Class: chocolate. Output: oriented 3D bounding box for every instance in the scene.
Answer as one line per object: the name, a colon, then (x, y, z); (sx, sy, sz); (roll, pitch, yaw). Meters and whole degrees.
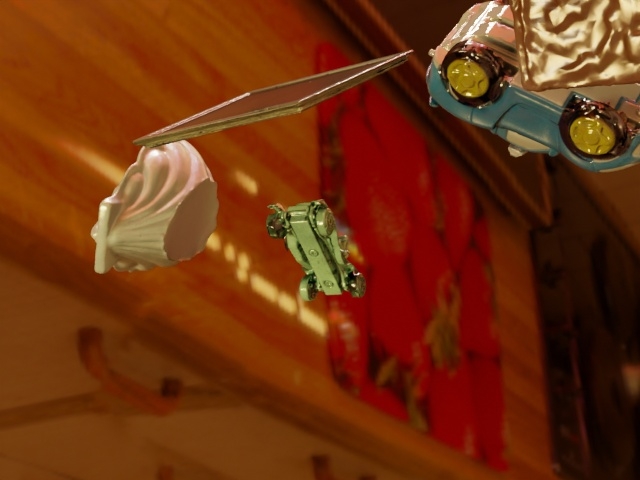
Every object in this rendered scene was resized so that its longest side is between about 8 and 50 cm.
chocolate: (0.206, -0.150, 0.756); (0.321, 0.112, 0.112); (-27, 107, -62)

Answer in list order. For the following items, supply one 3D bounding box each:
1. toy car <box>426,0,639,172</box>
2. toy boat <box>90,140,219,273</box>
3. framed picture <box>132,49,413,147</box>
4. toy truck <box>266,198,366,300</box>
toy car: (0.283, -0.177, 1.493); (0.198, 0.314, 0.166); (-54, 164, -39)
toy boat: (-0.214, -0.039, 1.706); (0.290, 0.100, 0.199); (-41, 140, -60)
framed picture: (-0.059, -0.170, 1.517); (0.232, 0.296, 0.019); (-31, 107, -44)
toy truck: (0.001, 0.001, 1.439); (0.154, 0.080, 0.078); (63, 33, -41)
